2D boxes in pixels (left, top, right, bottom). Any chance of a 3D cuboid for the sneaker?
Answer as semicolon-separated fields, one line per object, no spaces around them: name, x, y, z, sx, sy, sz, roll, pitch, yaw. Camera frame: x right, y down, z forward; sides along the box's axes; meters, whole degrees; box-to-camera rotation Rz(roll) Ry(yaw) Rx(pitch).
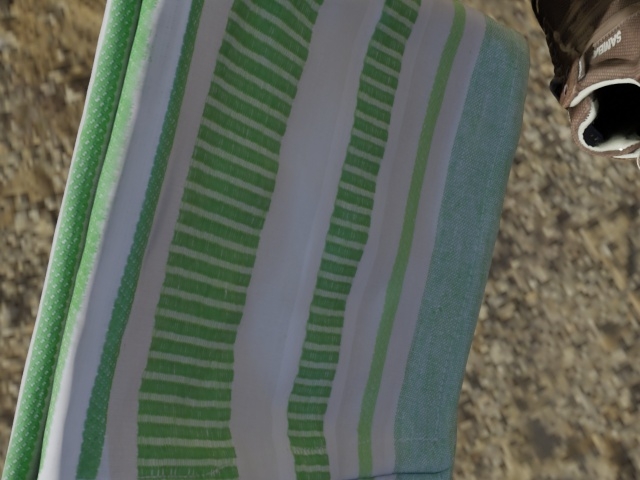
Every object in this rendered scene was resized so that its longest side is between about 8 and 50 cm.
sneaker;0.117;-0.074;0.671;0.066;0.188;0.071;43;91;-21

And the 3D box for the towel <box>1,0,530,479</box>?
towel;0.000;0.000;0.704;0.325;0.038;0.248;10;92;-59
